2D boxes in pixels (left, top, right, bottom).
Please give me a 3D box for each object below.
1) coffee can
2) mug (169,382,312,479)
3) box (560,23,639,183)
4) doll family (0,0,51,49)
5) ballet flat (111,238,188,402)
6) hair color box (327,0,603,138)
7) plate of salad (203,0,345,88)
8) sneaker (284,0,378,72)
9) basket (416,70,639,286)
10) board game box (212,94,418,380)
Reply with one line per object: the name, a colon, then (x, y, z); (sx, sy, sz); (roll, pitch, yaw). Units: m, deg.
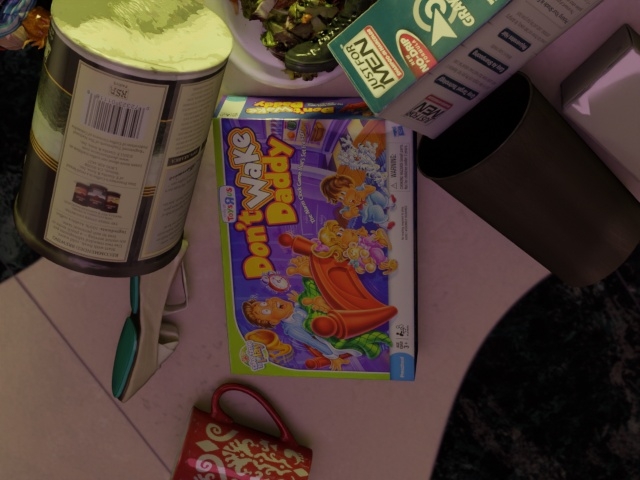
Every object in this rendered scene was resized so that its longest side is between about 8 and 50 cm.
coffee can: (-0.225, -0.126, 1.632); (0.201, 0.201, 0.275); (18, 123, -1)
mug: (-0.098, 0.280, 1.883); (0.169, 0.113, 0.150); (18, 119, -5)
box: (0.403, -0.107, 1.631); (0.275, 0.094, 0.113); (42, 114, -12)
doll family: (-0.350, -0.303, 1.624); (0.163, 0.118, 0.263); (34, 115, -9)
ballet flat: (-0.210, 0.099, 1.830); (0.086, 0.086, 0.248); (13, 116, 2)
hair color box: (0.193, -0.262, 1.513); (0.347, 0.174, 0.105); (-39, 70, 17)
plate of salad: (-0.036, -0.263, 1.641); (0.200, 0.048, 0.200); (3, 116, 6)
sneaker: (0.037, -0.246, 1.607); (0.170, 0.051, 0.089); (-14, 123, -19)
basket: (0.248, -0.062, 1.636); (0.227, 0.204, 0.154); (39, 84, -20)
board game box: (0.000, 0.000, 1.748); (0.233, 0.078, 0.347); (1, 116, 7)
